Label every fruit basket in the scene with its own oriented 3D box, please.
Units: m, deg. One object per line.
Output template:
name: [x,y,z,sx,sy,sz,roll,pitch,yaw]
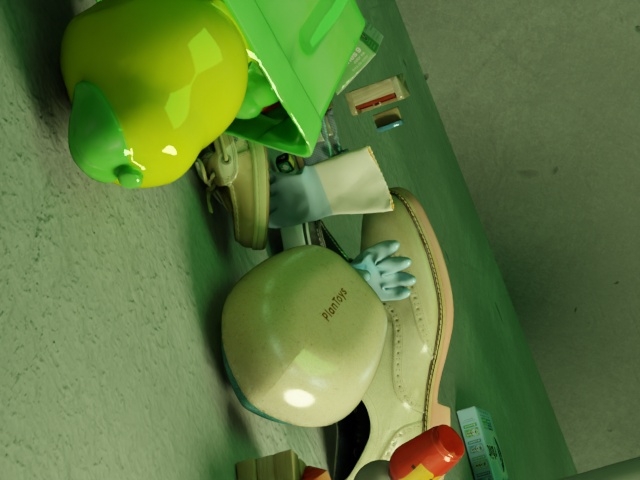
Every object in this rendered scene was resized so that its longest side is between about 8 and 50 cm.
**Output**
fruit basket: [-0.154,-0.207,1.244,0.392,0.283,0.392,-19,118,-41]

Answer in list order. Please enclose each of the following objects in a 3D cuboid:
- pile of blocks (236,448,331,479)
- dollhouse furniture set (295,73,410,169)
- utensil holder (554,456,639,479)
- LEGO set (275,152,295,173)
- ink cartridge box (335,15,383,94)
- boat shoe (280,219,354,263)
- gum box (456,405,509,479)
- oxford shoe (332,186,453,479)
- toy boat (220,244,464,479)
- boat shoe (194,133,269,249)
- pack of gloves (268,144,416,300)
pile of blocks: [-0.016,0.345,1.214,0.362,0.112,0.149,-83,151,-58]
dollhouse furniture set: [0.051,-0.158,1.923,0.129,0.183,0.129,-42,112,-74]
utensil holder: [0.477,0.563,2.215,0.327,0.385,0.328,-18,90,-76]
LEGO set: [-0.077,-0.221,1.792,0.182,0.060,0.244,36,38,-60]
ink cartridge box: [-0.013,-0.339,1.942,0.212,0.093,0.154,41,19,-6]
boat shoe: [0.050,0.083,1.756,0.121,0.119,0.335,-88,155,-53]
gum box: [0.325,0.425,2.506,0.157,0.041,0.184,31,42,-68]
oxford shoe: [0.076,0.128,1.613,0.140,0.146,0.397,-16,-104,62]
toy boat: [0.011,0.166,1.422,0.318,0.148,0.267,49,32,0]
boat shoe: [-0.117,-0.122,1.500,0.104,0.089,0.285,113,-34,-72]
pack of gloves: [0.000,0.000,1.546,0.046,0.232,0.195,-38,110,-43]
